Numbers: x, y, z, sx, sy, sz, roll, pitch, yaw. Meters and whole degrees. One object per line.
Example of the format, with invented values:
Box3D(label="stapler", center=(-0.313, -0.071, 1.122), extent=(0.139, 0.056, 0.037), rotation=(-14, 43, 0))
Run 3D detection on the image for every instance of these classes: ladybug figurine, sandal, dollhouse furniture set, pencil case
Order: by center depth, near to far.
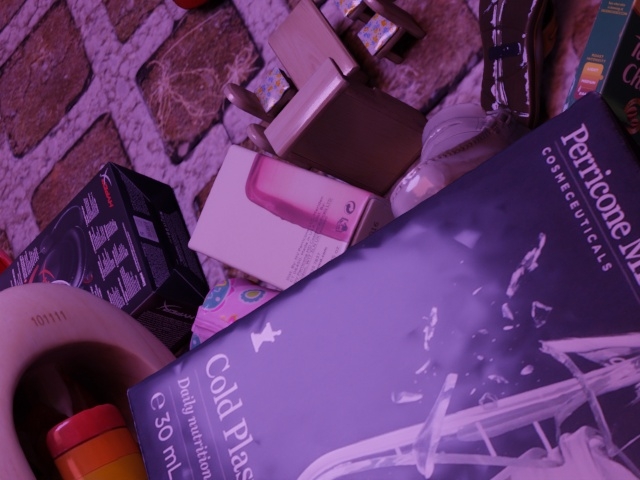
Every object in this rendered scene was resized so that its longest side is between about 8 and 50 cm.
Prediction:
Box3D(label="ladybug figurine", center=(-0.225, 0.259, 1.430), extent=(0.162, 0.305, 0.449), rotation=(-43, 68, 42))
Box3D(label="sandal", center=(0.211, -0.207, 1.478), extent=(0.090, 0.060, 0.219), rotation=(-1, 88, 50))
Box3D(label="pencil case", center=(-0.018, 0.129, 1.516), extent=(0.284, 0.124, 0.124), rotation=(24, 91, 47))
Box3D(label="dollhouse furniture set", center=(-0.004, -0.182, 1.592), extent=(0.212, 0.161, 0.242), rotation=(-48, 48, 20))

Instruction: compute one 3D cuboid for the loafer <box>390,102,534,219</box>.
Box3D(label="loafer", center=(0.129, -0.066, 1.313), extent=(0.112, 0.319, 0.111), rotation=(-42, 81, 20))

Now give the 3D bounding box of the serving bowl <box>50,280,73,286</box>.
Box3D(label="serving bowl", center=(-0.306, 0.091, 1.711), extent=(0.083, 0.027, 0.083), rotation=(-17, 64, 38))

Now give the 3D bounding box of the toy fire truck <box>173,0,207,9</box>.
Box3D(label="toy fire truck", center=(-0.137, -0.462, 1.846), extent=(0.302, 0.169, 0.254), rotation=(-23, 41, 35))

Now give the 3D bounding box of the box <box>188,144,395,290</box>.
Box3D(label="box", center=(0.000, 0.000, 1.527), extent=(0.232, 0.148, 0.127), rotation=(23, 90, 45))

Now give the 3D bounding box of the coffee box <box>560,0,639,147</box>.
Box3D(label="coffee box", center=(0.278, -0.130, 1.339), extent=(0.040, 0.113, 0.184), rotation=(18, 85, 47))

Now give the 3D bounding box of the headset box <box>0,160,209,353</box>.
Box3D(label="headset box", center=(-0.287, 0.083, 1.796), extent=(0.293, 0.110, 0.218), rotation=(-43, 49, 23))

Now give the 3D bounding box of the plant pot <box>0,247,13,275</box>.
Box3D(label="plant pot", center=(-0.514, 0.105, 1.956), extent=(0.174, 0.191, 0.191), rotation=(-38, 51, 38))

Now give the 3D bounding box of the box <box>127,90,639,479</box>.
Box3D(label="box", center=(0.157, 0.235, 1.121), extent=(0.471, 0.297, 0.480), rotation=(-32, 51, 14))
